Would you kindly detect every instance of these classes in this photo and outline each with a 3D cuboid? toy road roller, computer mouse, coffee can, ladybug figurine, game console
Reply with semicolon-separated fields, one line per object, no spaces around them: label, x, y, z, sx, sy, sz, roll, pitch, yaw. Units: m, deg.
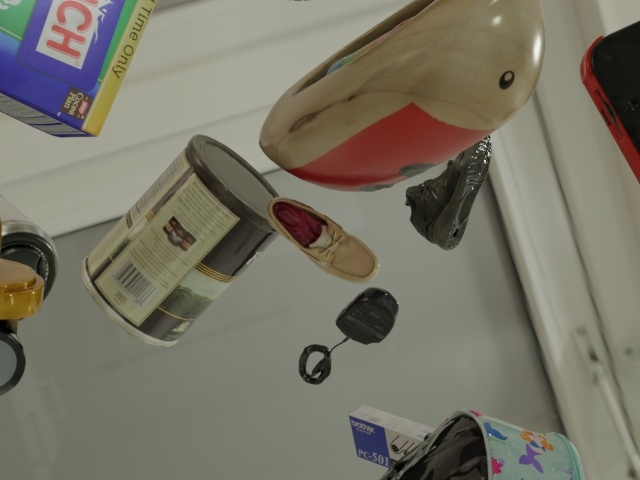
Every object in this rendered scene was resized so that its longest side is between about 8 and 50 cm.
toy road roller;-0.537;0.062;1.433;0.202;0.329;0.241;-149;-116;-65
computer mouse;0.037;0.137;1.558;0.242;0.071;0.041;-46;-164;42
coffee can;-0.210;0.001;1.681;0.201;0.275;0.201;41;15;-14
ladybug figurine;0.099;-0.176;1.309;0.162;0.305;0.449;53;-35;-12
game console;0.669;-0.234;1.851;0.060;0.342;0.387;78;-12;-74

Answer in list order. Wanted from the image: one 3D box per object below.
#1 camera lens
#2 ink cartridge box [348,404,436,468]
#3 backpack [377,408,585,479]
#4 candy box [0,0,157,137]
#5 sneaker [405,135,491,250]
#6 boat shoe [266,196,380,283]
camera lens;-0.647;0.021;2.043;0.274;0.219;0.219;34;-33;37
ink cartridge box;0.147;0.379;1.999;0.207;0.046;0.097;11;-59;45
backpack;0.130;0.270;0.896;0.253;0.191;0.225;118;-15;-48
candy box;-0.312;-0.279;1.019;0.122;0.317;0.268;12;-101;53
sneaker;0.230;-0.108;1.995;0.130;0.087;0.228;29;-74;33
boat shoe;0.000;0.000;1.397;0.170;0.063;0.059;31;-3;5
